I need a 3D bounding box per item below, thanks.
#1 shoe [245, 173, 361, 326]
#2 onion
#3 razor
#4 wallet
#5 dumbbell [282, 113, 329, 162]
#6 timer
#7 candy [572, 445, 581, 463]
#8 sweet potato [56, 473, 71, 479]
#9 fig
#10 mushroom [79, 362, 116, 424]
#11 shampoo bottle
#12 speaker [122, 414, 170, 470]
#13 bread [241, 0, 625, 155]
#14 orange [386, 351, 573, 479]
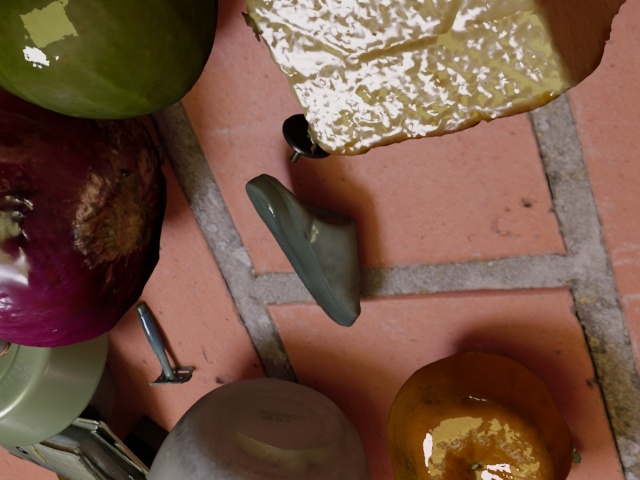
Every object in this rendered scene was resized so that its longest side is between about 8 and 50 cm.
[{"bbox_3d":[0.000,0.000,1.523,0.100,0.103,0.251,-36,125,-2],"label":"shoe"},{"bbox_3d":[-0.388,-0.045,1.536,0.385,0.348,0.348,10,128,30],"label":"onion"},{"bbox_3d":[-0.245,0.153,1.804,0.068,0.040,0.135,-7,114,31],"label":"razor"},{"bbox_3d":[-0.427,0.323,1.917,0.309,0.077,0.223,12,153,33],"label":"wallet"},{"bbox_3d":[-0.002,-0.141,1.421,0.069,0.069,0.147,35,134,0],"label":"dumbbell"},{"bbox_3d":[-0.492,0.129,1.652,0.291,0.291,0.315,6,171,24],"label":"timer"},{"bbox_3d":[0.288,0.321,1.639,0.053,0.046,0.182,43,127,-4],"label":"candy"},{"bbox_3d":[-0.415,0.426,2.086,0.054,0.053,0.182,-4,122,24],"label":"sweet potato"},{"bbox_3d":[-0.246,-0.265,1.325,0.316,0.316,0.316,14,130,18],"label":"fig"},{"bbox_3d":[-0.394,0.208,1.865,0.188,0.117,0.141,37,159,-11],"label":"mushroom"},{"bbox_3d":[-0.087,0.369,1.685,0.322,0.322,0.317,23,126,11],"label":"shampoo bottle"},{"bbox_3d":[-0.310,0.377,1.997,0.082,0.044,0.218,37,133,-2],"label":"speaker"},{"bbox_3d":[0.119,-0.241,1.149,0.279,0.279,0.207,-13,115,31],"label":"bread"},{"bbox_3d":[0.197,0.254,1.546,0.249,0.183,0.249,5,111,13],"label":"orange"}]
